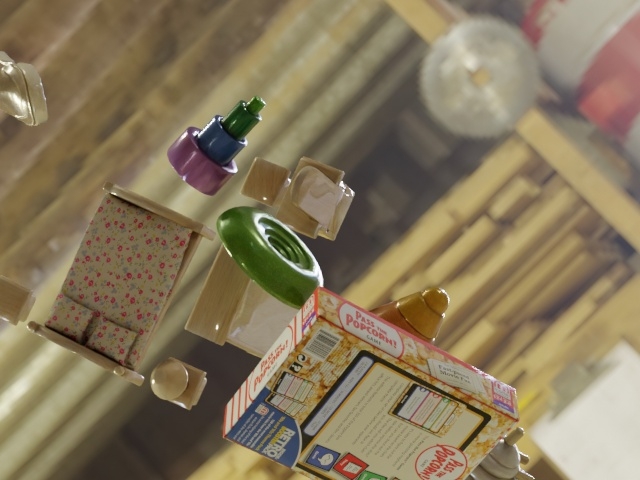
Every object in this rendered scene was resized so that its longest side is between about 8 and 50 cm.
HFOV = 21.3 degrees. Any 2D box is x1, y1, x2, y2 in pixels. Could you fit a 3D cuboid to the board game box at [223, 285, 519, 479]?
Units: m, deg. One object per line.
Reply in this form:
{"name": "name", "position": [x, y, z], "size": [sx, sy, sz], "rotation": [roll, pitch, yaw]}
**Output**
{"name": "board game box", "position": [0.041, 0.141, 1.386], "size": [0.147, 0.193, 0.045], "rotation": [-52, 19, 27]}

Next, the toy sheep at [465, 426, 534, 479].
{"name": "toy sheep", "position": [0.170, 0.240, 1.777], "size": [0.132, 0.091, 0.091], "rotation": [-52, -14, 22]}

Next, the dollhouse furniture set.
{"name": "dollhouse furniture set", "position": [-0.194, -0.004, 1.861], "size": [0.303, 0.356, 0.174], "rotation": [-65, -23, -5]}

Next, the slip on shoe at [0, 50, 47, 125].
{"name": "slip on shoe", "position": [-0.255, -0.121, 1.367], "size": [0.041, 0.135, 0.051], "rotation": [-17, -63, -22]}

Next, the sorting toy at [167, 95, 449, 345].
{"name": "sorting toy", "position": [0.000, 0.000, 1.612], "size": [0.126, 0.365, 0.127], "rotation": [-45, -23, 17]}

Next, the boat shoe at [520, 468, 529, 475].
{"name": "boat shoe", "position": [0.186, 0.282, 1.869], "size": [0.103, 0.285, 0.092], "rotation": [-59, 14, -6]}
